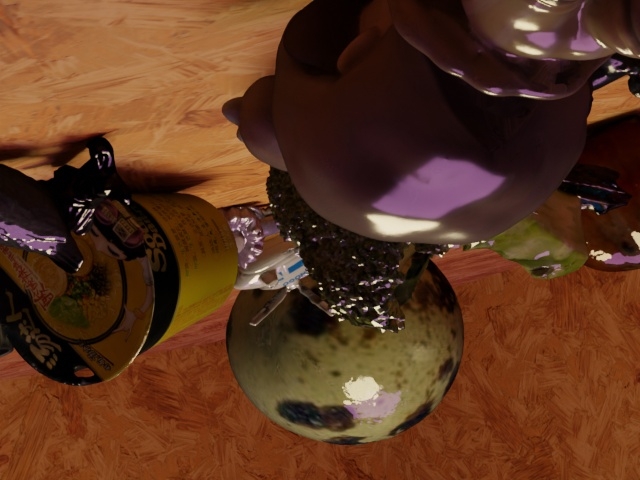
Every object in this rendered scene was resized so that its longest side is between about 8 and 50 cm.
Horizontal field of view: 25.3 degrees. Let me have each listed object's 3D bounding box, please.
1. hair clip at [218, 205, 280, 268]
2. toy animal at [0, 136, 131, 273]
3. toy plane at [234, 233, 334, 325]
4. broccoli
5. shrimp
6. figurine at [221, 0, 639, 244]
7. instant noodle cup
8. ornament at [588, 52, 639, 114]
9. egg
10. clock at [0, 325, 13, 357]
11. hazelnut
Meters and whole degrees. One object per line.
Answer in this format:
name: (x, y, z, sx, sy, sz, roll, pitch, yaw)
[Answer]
hair clip: (-0.176, 0.009, 1.862, 0.292, 0.084, 0.106, -14, 130, -16)
toy animal: (-0.286, -0.018, 1.292, 0.210, 0.117, 0.121, -11, 179, -34)
toy plane: (0.006, 0.007, 1.984, 0.273, 0.182, 0.107, -15, 141, 8)
broccoli: (0.105, -0.027, 1.294, 0.252, 0.221, 0.361, -34, 148, 7)
shrimp: (0.180, -0.081, 1.511, 0.290, 0.054, 0.222, 14, -174, 0)
figurine: (0.098, -0.111, 0.914, 0.248, 0.203, 0.380, -7, 170, -21)
instant noodle cup: (-0.210, 0.031, 1.566, 0.215, 0.216, 0.236, -17, -179, 29)
ornament: (0.294, -0.158, 1.400, 0.236, 0.080, 0.202, -17, 168, 26)
egg: (0.029, 0.155, 2.295, 0.428, 0.345, 0.345, -5, 180, 41)
clock: (-0.666, 0.185, 2.361, 0.318, 0.066, 0.319, -14, 174, -2)
hazelnut: (0.417, -0.057, 1.909, 0.251, 0.217, 0.217, -14, 173, -2)
